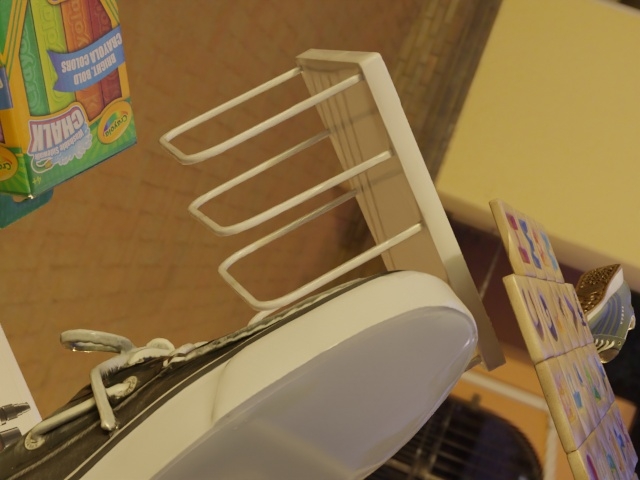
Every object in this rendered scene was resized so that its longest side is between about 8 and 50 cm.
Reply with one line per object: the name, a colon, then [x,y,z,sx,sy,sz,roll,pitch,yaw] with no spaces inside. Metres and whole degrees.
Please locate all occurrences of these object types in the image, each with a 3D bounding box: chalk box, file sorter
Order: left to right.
chalk box: [-0.318,-0.154,1.046,0.180,0.179,0.289,-43,135,-52]
file sorter: [0.000,0.000,0.866,0.173,0.278,0.193,-27,-163,-10]

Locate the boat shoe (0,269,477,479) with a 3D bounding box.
boat shoe: [-0.075,0.093,0.467,0.306,0.105,0.113,-39,140,13]

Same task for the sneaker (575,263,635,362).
sneaker: [0.297,0.097,1.097,0.192,0.064,0.086,-33,104,-50]

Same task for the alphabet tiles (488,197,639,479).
alphabet tiles: [0.201,0.112,0.775,0.342,0.011,0.285,10,60,-69]

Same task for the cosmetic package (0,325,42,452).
cosmetic package: [-0.319,0.110,0.872,0.098,0.239,0.060,-14,158,-42]
